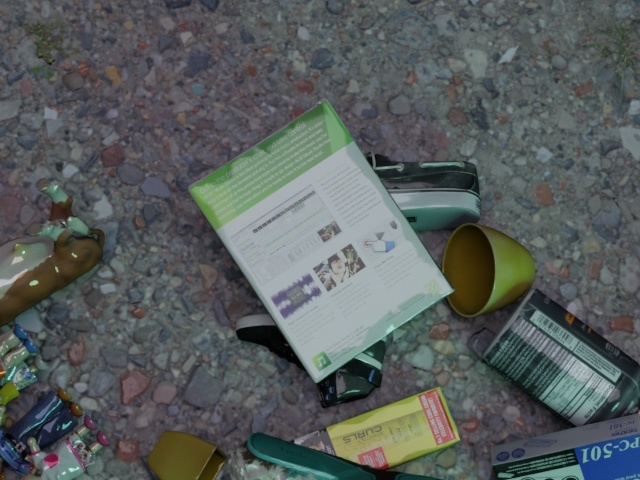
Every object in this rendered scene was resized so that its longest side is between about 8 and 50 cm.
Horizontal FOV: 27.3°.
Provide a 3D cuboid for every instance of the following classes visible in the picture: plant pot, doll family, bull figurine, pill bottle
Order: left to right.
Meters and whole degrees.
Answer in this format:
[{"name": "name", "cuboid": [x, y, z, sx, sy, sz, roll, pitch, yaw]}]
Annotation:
[{"name": "bull figurine", "cuboid": [-0.440, 0.053, 1.824, 0.310, 0.188, 0.101, -38, 60, -18]}, {"name": "doll family", "cuboid": [-0.422, 0.249, 1.810, 0.163, 0.118, 0.263, -39, 98, -18]}, {"name": "plant pot", "cuboid": [-0.189, 0.306, 1.812, 0.083, 0.081, 0.081, 27, 75, 17]}, {"name": "plant pot", "cuboid": [0.250, 0.043, 1.892, 0.095, 0.134, 0.134, 2, 73, -28]}, {"name": "pill bottle", "cuboid": [0.359, 0.188, 1.847, 0.245, 0.130, 0.130, 37, 76, 6]}]

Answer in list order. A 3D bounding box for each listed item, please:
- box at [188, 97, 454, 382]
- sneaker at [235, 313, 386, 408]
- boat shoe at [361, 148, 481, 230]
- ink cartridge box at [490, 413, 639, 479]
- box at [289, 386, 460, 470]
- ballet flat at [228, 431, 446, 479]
[{"name": "box", "cuboid": [0.000, 0.000, 1.814, 0.232, 0.058, 0.322, -33, 88, -5]}, {"name": "sneaker", "cuboid": [-0.017, 0.173, 1.855, 0.216, 0.079, 0.121, 6, 74, -2]}, {"name": "boat shoe", "cuboid": [0.079, -0.079, 1.914, 0.306, 0.113, 0.105, -2, 66, 3]}, {"name": "ink cartridge box", "cuboid": [0.345, 0.306, 1.797, 0.207, 0.046, 0.097, -16, 118, 14]}, {"name": "box", "cuboid": [0.071, 0.284, 1.840, 0.232, 0.058, 0.087, -18, 77, -8]}, {"name": "ballet flat", "cuboid": [0.073, 0.361, 1.733, 0.408, 0.147, 0.147, 14, 74, 8]}]
